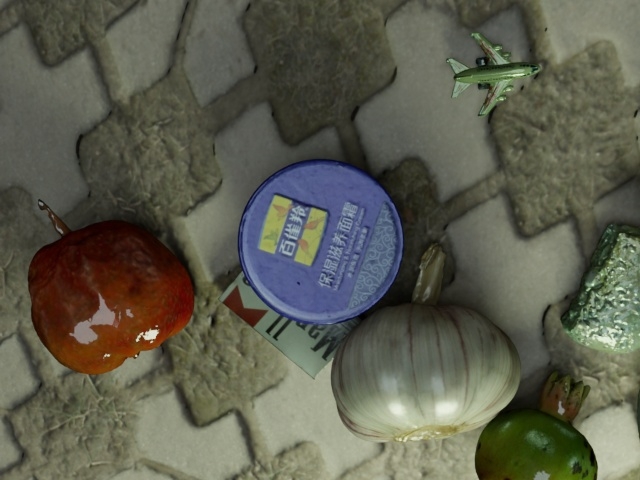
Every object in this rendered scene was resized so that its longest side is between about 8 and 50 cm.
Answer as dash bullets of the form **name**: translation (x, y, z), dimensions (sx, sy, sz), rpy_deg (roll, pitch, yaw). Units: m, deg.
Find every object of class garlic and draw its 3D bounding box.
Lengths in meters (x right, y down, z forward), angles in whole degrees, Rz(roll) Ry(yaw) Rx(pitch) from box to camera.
- **garlic**: translation (0.133, 0.125, 1.092), dimensions (0.245, 0.245, 0.253), rpy_deg (-2, 69, 9)

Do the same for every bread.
- **bread**: translation (0.410, 0.052, 1.081), dimensions (0.232, 0.064, 0.172), rpy_deg (-22, 103, 12)

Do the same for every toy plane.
- **toy plane**: translation (0.212, -0.205, 1.051), dimensions (0.111, 0.040, 0.102), rpy_deg (-6, 106, 9)

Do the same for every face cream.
- **face cream**: translation (0.000, 0.000, 1.088), dimensions (0.206, 0.111, 0.205), rpy_deg (0, 92, -2)

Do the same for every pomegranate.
- **pomegranate**: translation (0.291, 0.273, 1.125), dimensions (0.159, 0.159, 0.205), rpy_deg (24, 83, 1)

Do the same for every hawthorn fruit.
- **hawthorn fruit**: translation (-0.295, 0.045, 1.126), dimensions (0.207, 0.207, 0.243), rpy_deg (-30, 95, 15)

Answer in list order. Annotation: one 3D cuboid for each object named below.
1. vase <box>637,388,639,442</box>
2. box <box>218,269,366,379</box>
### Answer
- **vase**: translation (0.577, 0.237, 1.065), dimensions (0.321, 0.173, 0.173), rpy_deg (-6, 105, 3)
- **box**: translation (-0.038, 0.095, 1.175), dimensions (0.177, 0.036, 0.115), rpy_deg (40, 108, -4)
